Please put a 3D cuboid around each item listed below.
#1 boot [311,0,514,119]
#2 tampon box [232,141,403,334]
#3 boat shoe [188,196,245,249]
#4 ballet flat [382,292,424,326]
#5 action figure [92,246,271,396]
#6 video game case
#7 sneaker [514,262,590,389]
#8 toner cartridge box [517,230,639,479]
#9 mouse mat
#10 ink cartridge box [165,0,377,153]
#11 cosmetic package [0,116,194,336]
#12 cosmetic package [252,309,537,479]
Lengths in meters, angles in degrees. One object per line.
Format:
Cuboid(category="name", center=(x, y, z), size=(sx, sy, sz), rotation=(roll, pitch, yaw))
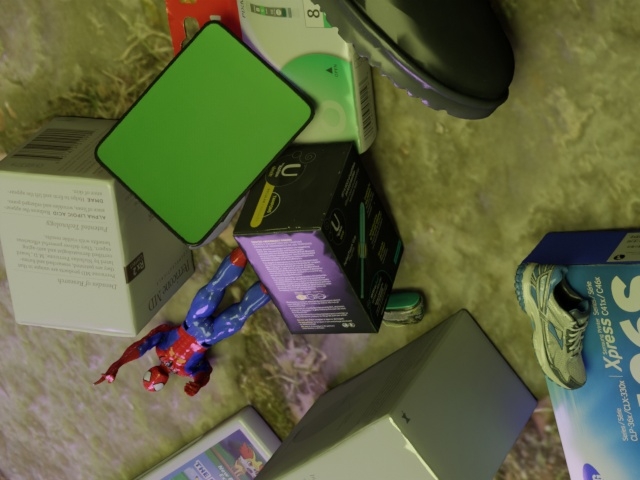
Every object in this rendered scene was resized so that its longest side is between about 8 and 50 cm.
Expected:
Cuboid(category="boot", center=(0.151, -0.367, 1.713), size=(0.367, 0.146, 0.445), rotation=(43, 121, -3))
Cuboid(category="tampon box", center=(0.000, 0.000, 1.954), size=(0.101, 0.120, 0.161), rotation=(-3, 137, 26))
Cuboid(category="boat shoe", center=(-0.117, -0.031, 2.080), size=(0.035, 0.035, 0.100), rotation=(58, 133, 22))
Cuboid(category="ballet flat", center=(0.057, 0.075, 2.048), size=(0.114, 0.041, 0.041), rotation=(2, 117, 26))
Cuboid(category="action figure", center=(-0.138, 0.105, 2.092), size=(0.091, 0.139, 0.280), rotation=(43, 134, 0))
Cuboid(category="video game case", center=(-0.081, 0.384, 2.282), size=(0.300, 0.036, 0.329), rotation=(-35, 97, 35))
Cuboid(category="sneaker", center=(0.233, 0.082, 1.863), size=(0.058, 0.052, 0.135), rotation=(-12, 109, 34))
Cuboid(category="toner cartridge box", center=(0.319, 0.161, 1.935), size=(0.165, 0.075, 0.348), rotation=(-1, 116, 35))
Cuboid(category="mouse mat", center=(-0.116, -0.107, 1.934), size=(0.152, 0.007, 0.190), rotation=(43, 92, 14))
Cuboid(category="ink cartridge box", center=(-0.060, -0.183, 1.956), size=(0.224, 0.056, 0.181), rotation=(3, 117, 22))
Cuboid(category="cosmetic package", center=(-0.241, -0.017, 2.070), size=(0.151, 0.151, 0.184), rotation=(5, 119, 23))
Cuboid(category="cosmetic package", center=(0.073, 0.218, 2.002), size=(0.224, 0.224, 0.138), rotation=(-35, 97, 35))
